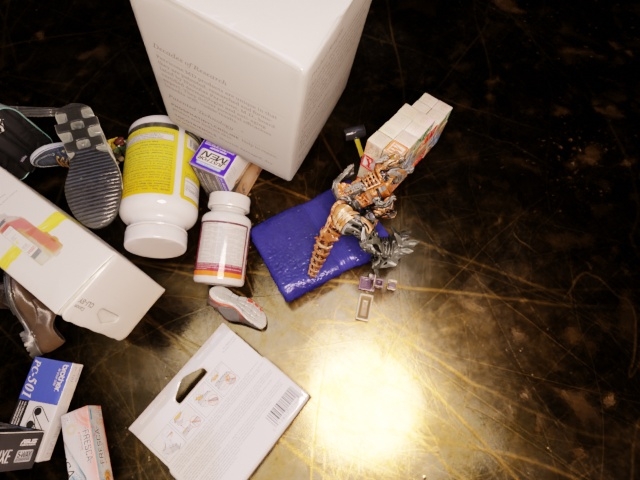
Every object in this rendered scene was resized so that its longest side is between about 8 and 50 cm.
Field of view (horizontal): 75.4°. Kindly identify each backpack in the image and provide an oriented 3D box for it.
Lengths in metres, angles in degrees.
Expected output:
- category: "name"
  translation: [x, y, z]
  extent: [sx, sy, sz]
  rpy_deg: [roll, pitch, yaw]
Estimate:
- category: "backpack"
  translation: [-0.879, -0.287, 1.144]
  extent: [0.145, 0.188, 0.165]
  rpy_deg: [30, 73, 13]

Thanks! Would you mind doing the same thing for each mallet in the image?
- category: "mallet"
  translation: [0.125, -0.245, 1.167]
  extent: [0.063, 0.039, 0.189]
  rpy_deg: [-22, 72, -3]

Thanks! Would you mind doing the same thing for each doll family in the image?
- category: "doll family"
  translation: [-0.606, -0.227, 1.148]
  extent: [0.076, 0.111, 0.192]
  rpy_deg: [32, 73, 14]

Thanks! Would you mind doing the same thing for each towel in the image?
- category: "towel"
  translation: [0.000, 0.000, 1.053]
  extent: [0.309, 0.076, 0.227]
  rpy_deg: [-26, 66, -10]

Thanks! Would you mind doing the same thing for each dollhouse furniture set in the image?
- category: "dollhouse furniture set"
  translation: [0.131, 0.134, 0.983]
  extent: [0.091, 0.081, 0.114]
  rpy_deg: [11, 69, 7]

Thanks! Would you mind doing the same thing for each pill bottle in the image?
- category: "pill bottle"
  translation: [-0.235, -0.001, 1.014]
  extent: [0.122, 0.121, 0.220]
  rpy_deg: [4, 79, 4]
- category: "pill bottle"
  translation: [-0.408, -0.133, 1.060]
  extent: [0.188, 0.187, 0.333]
  rpy_deg: [-4, 67, 1]

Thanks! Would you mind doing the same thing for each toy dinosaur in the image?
- category: "toy dinosaur"
  translation: [0.094, -0.043, 0.933]
  extent: [0.218, 0.322, 0.164]
  rpy_deg: [41, 33, -4]

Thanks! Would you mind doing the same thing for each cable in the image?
- category: "cable"
  translation: [-0.935, -0.374, 1.254]
  extent: [0.288, 0.139, 0.072]
  rpy_deg: [-1, 104, -17]

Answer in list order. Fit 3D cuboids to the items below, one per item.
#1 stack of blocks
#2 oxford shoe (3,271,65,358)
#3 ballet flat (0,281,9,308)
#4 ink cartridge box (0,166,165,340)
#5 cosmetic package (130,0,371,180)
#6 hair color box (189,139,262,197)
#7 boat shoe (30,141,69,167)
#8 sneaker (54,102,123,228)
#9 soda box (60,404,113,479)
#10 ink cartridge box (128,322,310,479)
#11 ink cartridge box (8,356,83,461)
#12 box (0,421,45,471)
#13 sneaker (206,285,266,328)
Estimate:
- category: "stack of blocks"
  translation: [0.220, -0.254, 1.059]
  extent: [0.087, 0.171, 0.297]
  rpy_deg: [36, 61, 14]
- category: "oxford shoe"
  translation: [-0.679, 0.158, 0.989]
  extent: [0.096, 0.083, 0.226]
  rpy_deg: [-23, 101, -26]
- category: "ballet flat"
  translation: [-0.789, 0.141, 1.041]
  extent: [0.250, 0.058, 0.084]
  rpy_deg: [-2, 83, -2]
- category: "ink cartridge box"
  translation: [-0.590, 0.036, 0.952]
  extent: [0.385, 0.279, 0.160]
  rpy_deg: [33, 72, 14]
- category: "cosmetic package"
  translation: [-0.117, -0.398, 0.849]
  extent: [0.328, 0.393, 0.329]
  rpy_deg: [28, 70, 1]
- category: "hair color box"
  translation: [-0.198, -0.273, 1.109]
  extent: [0.110, 0.185, 0.338]
  rpy_deg: [25, 71, 9]
- category: "boat shoe"
  translation: [-0.723, -0.233, 1.178]
  extent: [0.184, 0.065, 0.083]
  rpy_deg: [-23, 68, -12]
- category: "sneaker"
  translation: [-0.549, -0.161, 1.015]
  extent: [0.123, 0.146, 0.330]
  rpy_deg: [-13, 69, -17]
- category: "soda box"
  translation: [-0.503, 0.456, 0.893]
  extent: [0.063, 0.058, 0.183]
  rpy_deg: [-21, 68, -6]
- category: "ink cartridge box"
  translation: [-0.213, 0.377, 0.908]
  extent: [0.261, 0.066, 0.296]
  rpy_deg: [36, 73, 16]
- category: "ink cartridge box"
  translation: [-0.630, 0.377, 0.937]
  extent: [0.098, 0.046, 0.206]
  rpy_deg: [8, 69, 6]
- category: "box"
  translation: [-0.761, 0.385, 0.800]
  extent: [0.308, 0.242, 0.076]
  rpy_deg: [1, 68, 19]
- category: "sneaker"
  translation: [-0.205, 0.171, 1.006]
  extent: [0.158, 0.064, 0.061]
  rpy_deg: [34, 31, -1]
